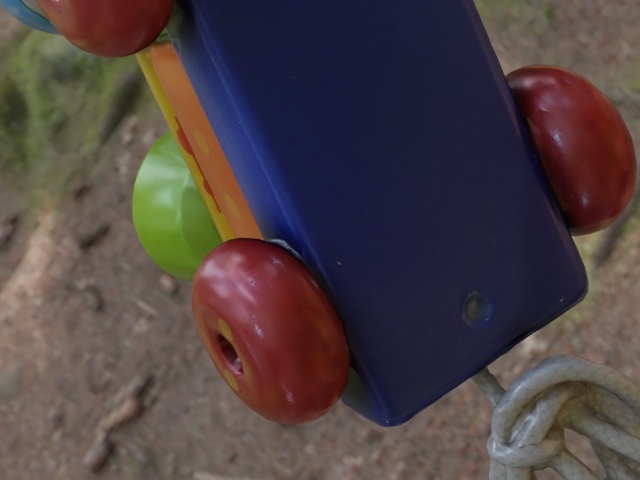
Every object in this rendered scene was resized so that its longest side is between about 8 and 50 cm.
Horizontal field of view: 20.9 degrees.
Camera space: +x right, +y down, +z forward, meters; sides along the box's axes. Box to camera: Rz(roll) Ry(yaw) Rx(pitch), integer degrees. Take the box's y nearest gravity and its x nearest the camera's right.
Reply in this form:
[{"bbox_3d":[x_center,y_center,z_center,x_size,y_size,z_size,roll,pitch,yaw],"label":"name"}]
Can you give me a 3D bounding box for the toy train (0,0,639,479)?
[{"bbox_3d":[0.000,0.000,0.430,0.105,0.248,0.143,-31,17,-23],"label":"toy train"}]
